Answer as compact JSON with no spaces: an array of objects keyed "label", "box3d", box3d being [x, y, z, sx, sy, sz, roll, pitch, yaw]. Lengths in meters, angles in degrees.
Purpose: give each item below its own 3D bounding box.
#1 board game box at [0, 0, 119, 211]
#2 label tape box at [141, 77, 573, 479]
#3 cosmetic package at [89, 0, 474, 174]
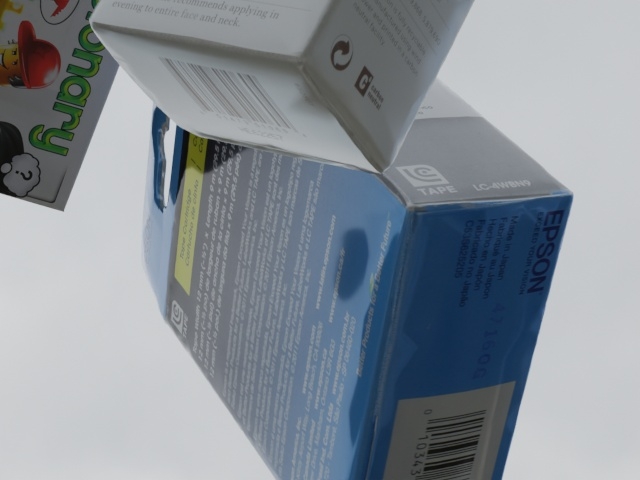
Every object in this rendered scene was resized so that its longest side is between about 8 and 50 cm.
[{"label":"board game box","box3d":[-0.221,-0.185,1.217,0.193,0.053,0.305,16,-68,-19]},{"label":"label tape box","box3d":[0.000,0.000,1.102,0.115,0.348,0.249,-6,-58,-25]},{"label":"cosmetic package","box3d":[0.016,-0.151,0.718,0.117,0.231,0.085,16,-22,36]}]
